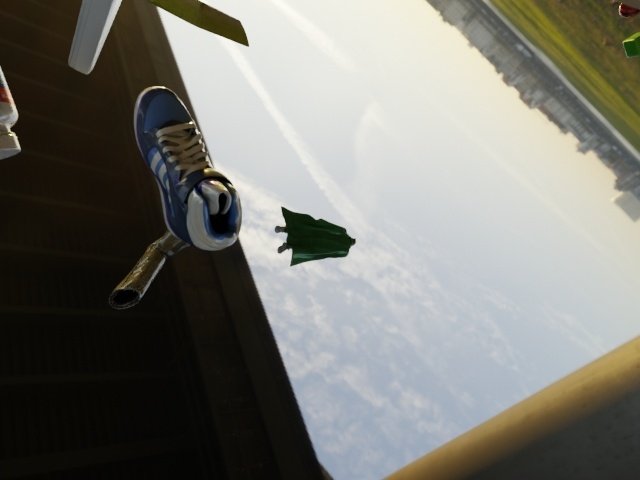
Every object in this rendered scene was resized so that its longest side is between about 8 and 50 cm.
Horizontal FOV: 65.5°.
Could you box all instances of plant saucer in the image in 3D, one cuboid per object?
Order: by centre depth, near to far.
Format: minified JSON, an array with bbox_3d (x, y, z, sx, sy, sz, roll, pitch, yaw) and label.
[{"bbox_3d":[-0.264,-0.490,1.067,0.188,0.045,0.188,33,-160,19],"label":"plant saucer"}]

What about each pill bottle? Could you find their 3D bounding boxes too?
[{"bbox_3d":[-0.612,-0.254,0.869,0.124,0.124,0.222,-32,-73,-60],"label":"pill bottle"}]

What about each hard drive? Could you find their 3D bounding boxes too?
[{"bbox_3d":[-0.338,-0.438,0.817,0.047,0.353,0.233,23,-104,-28],"label":"hard drive"}]

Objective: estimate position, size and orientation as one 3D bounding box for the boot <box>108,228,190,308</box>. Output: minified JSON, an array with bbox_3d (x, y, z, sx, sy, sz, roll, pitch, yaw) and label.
[{"bbox_3d":[-0.396,0.054,1.180,0.076,0.189,0.209,46,-152,-12],"label":"boot"}]

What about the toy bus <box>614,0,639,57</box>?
[{"bbox_3d":[0.475,-0.345,0.644,0.202,0.104,0.191,60,178,-3],"label":"toy bus"}]

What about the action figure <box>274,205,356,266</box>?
[{"bbox_3d":[0.000,0.000,1.160,0.232,0.063,0.137,5,-106,-42],"label":"action figure"}]

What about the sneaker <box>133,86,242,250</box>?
[{"bbox_3d":[-0.233,-0.137,0.938,0.130,0.236,0.323,-20,-72,-36],"label":"sneaker"}]
